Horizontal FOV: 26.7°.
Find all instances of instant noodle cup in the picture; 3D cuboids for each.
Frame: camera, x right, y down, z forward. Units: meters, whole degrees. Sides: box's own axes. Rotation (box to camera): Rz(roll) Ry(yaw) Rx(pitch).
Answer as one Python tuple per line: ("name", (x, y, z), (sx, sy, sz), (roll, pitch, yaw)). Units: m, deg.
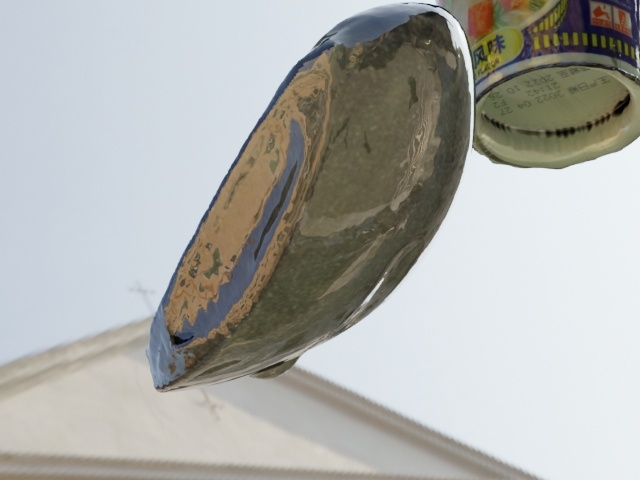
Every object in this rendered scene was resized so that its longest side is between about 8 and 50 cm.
("instant noodle cup", (0.231, -0.255, 1.419), (0.284, 0.312, 0.284), (-1, -28, -1))

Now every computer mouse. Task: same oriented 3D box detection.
("computer mouse", (0.001, 0.003, 0.944), (0.203, 0.114, 0.374), (-26, -26, -46))
